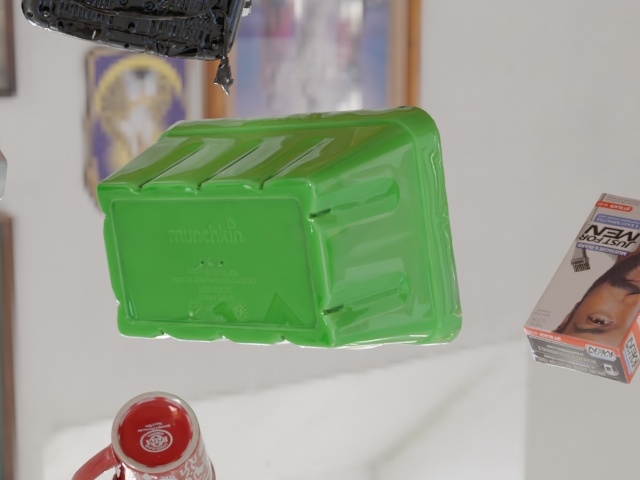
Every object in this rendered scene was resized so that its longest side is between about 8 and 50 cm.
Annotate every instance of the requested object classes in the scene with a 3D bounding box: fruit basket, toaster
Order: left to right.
[{"bbox_3d":[-0.132,-0.226,1.224,0.168,0.185,0.110,9,-156,-18],"label":"toaster"},{"bbox_3d":[0.000,0.000,1.736,0.392,0.283,0.392,-8,-170,1],"label":"fruit basket"}]

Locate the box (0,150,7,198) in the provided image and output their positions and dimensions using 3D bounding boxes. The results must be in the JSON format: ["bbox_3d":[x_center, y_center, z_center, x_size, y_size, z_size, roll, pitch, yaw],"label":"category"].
[{"bbox_3d":[-0.499,-0.145,1.736,0.232,0.058,0.322,-11,-136,-31],"label":"box"}]

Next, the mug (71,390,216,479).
[{"bbox_3d":[-0.183,0.245,1.744,0.150,0.169,0.113,-41,-108,-20],"label":"mug"}]

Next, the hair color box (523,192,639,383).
[{"bbox_3d":[0.258,0.039,1.429,0.093,0.053,0.167,12,-126,33],"label":"hair color box"}]

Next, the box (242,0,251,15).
[{"bbox_3d":[-0.167,-0.309,1.602,0.191,0.184,0.045,-4,175,-5],"label":"box"}]
